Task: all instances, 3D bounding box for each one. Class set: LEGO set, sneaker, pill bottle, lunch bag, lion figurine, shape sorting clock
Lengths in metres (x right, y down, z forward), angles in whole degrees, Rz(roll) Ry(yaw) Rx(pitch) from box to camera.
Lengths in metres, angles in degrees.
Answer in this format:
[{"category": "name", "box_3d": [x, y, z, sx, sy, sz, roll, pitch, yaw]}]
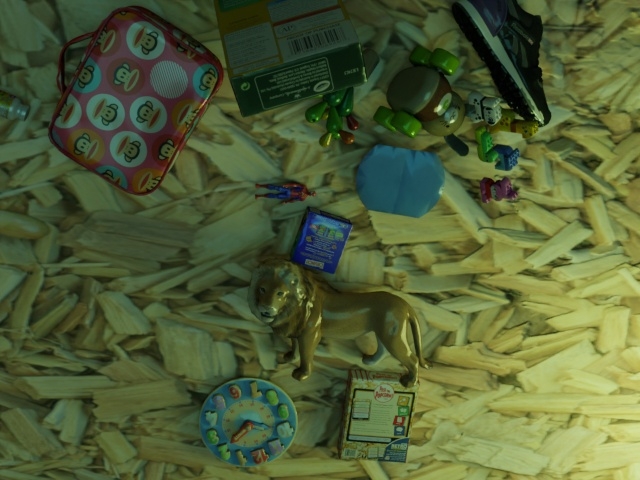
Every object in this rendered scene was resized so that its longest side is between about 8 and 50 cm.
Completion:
[{"category": "LEGO set", "box_3d": [0.345, -0.178, 1.466, 0.087, 0.093, 0.227, -42, 131, -34]}, {"category": "sneaker", "box_3d": [0.364, -0.340, 1.439, 0.124, 0.107, 0.283, -36, 108, 1]}, {"category": "pill bottle", "box_3d": [-0.560, -0.240, 1.416, 0.083, 0.043, 0.043, 21, 105, -12]}, {"category": "lunch bag", "box_3d": [-0.337, -0.251, 1.393, 0.258, 0.120, 0.293, 32, 104, -14]}, {"category": "lion figurine", "box_3d": [0.049, 0.152, 1.564, 0.392, 0.142, 0.240, 2, 111, -12]}, {"category": "shape sorting clock", "box_3d": [-0.150, 0.381, 1.666, 0.206, 0.040, 0.206, -2, 109, -5]}]

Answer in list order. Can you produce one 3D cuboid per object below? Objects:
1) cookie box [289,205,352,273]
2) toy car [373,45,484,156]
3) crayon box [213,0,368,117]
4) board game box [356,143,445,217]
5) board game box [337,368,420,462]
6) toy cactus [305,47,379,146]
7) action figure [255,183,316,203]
[{"category": "cookie box", "box_3d": [0.000, 0.000, 1.551, 0.092, 0.040, 0.107, 18, 106, -11]}, {"category": "toy car", "box_3d": [0.221, -0.234, 1.449, 0.188, 0.149, 0.155, 30, 93, -25]}, {"category": "crayon box", "box_3d": [-0.060, -0.349, 1.313, 0.203, 0.323, 0.083, -16, 137, 1]}, {"category": "board game box", "box_3d": [0.151, -0.117, 1.532, 0.169, 0.033, 0.133, 9, 113, -3]}, {"category": "board game box", "box_3d": [0.121, 0.371, 1.685, 0.147, 0.045, 0.193, 6, 108, -7]}, {"category": "toy cactus", "box_3d": [0.043, -0.271, 1.414, 0.180, 0.112, 0.219, -48, 144, -19]}, {"category": "action figure", "box_3d": [-0.066, -0.090, 1.522, 0.115, 0.030, 0.038, 0, 104, -7]}]
